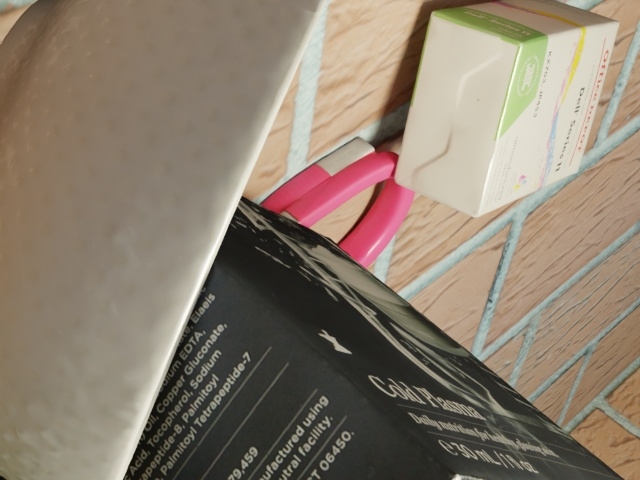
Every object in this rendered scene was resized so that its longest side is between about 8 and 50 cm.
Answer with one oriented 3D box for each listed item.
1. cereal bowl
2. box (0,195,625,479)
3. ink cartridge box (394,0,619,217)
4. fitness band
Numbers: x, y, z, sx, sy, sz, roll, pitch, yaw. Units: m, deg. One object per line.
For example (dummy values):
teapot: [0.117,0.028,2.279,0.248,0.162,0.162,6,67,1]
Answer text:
cereal bowl: [-0.112,-0.031,0.667,0.339,0.141,0.339,-156,-90,-85]
box: [-0.034,0.180,1.050,0.297,0.472,0.480,-56,148,6]
ink cartridge box: [0.241,-0.172,1.474,0.353,0.119,0.207,-23,130,-53]
fitness band: [0.000,0.000,1.425,0.291,0.054,0.209,-34,150,-32]
